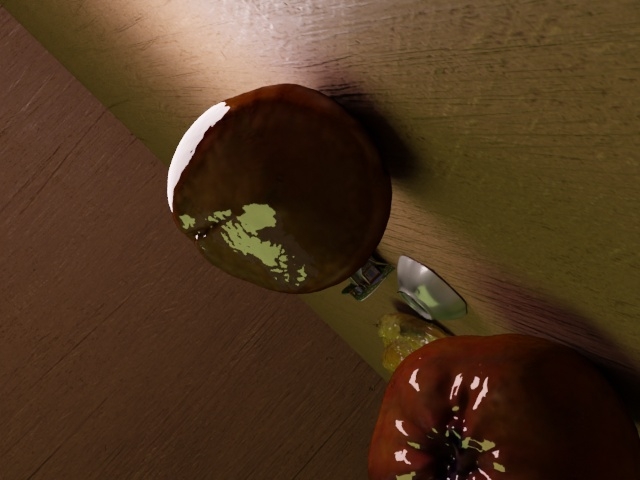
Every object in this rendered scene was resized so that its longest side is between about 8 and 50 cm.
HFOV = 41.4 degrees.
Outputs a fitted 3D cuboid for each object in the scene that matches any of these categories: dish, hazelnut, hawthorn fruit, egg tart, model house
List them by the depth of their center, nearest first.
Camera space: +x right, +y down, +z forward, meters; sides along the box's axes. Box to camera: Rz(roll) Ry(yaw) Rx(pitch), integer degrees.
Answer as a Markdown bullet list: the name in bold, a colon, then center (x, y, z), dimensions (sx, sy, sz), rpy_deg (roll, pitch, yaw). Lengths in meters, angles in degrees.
- **hazelnut**: center (-0.053, -0.086, 1.323), dimensions (0.372, 0.315, 0.372), rpy_deg (31, -159, -13)
- **hawthorn fruit**: center (0.330, 0.359, 1.464), dimensions (0.472, 0.471, 0.472), rpy_deg (40, 170, 9)
- **dish**: center (0.221, 0.117, 1.798), dimensions (0.191, 0.066, 0.190), rpy_deg (40, 170, 8)
- **model house**: center (0.084, 0.065, 1.970), dimensions (0.088, 0.117, 0.167), rpy_deg (48, 172, -14)
- **egg tart**: center (0.289, 0.324, 2.201), dimensions (0.351, 0.153, 0.339), rpy_deg (42, 167, -8)
